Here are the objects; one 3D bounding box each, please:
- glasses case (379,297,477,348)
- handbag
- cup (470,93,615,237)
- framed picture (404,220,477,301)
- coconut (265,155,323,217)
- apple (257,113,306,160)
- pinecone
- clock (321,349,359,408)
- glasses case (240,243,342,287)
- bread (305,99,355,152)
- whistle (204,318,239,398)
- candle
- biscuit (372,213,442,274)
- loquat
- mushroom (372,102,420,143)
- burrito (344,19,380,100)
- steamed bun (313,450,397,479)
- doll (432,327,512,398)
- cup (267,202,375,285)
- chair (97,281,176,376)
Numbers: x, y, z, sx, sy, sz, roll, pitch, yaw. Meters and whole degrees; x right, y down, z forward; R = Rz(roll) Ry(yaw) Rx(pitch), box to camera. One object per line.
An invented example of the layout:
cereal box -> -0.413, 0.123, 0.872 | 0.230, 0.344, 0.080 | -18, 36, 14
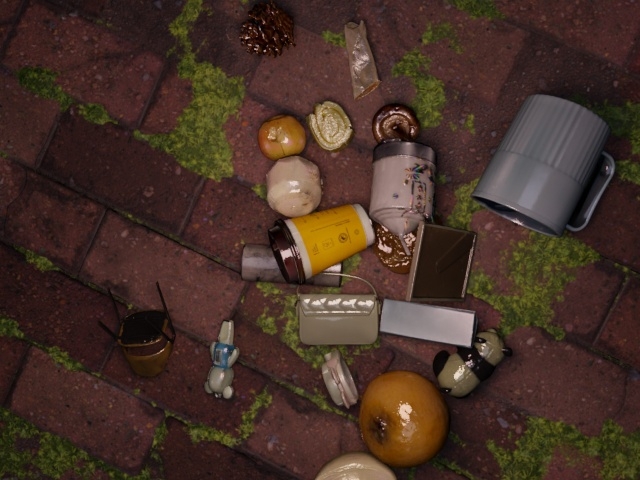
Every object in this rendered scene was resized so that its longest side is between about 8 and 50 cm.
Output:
glasses case -> 0.306, 0.234, 1.684 | 0.266, 0.056, 0.105 | 6, 87, 26
handbag -> 0.051, 0.195, 1.729 | 0.256, 0.079, 0.219 | -1, 104, 6
cup -> 0.622, -0.186, 1.582 | 0.331, 0.257, 0.311 | 26, 93, 6
framed picture -> 0.338, 0.065, 1.628 | 0.020, 0.289, 0.211 | 14, 95, 43
coconut -> -0.074, -0.164, 1.704 | 0.171, 0.171, 0.183 | -8, 52, 6
apple -> -0.114, -0.301, 1.712 | 0.146, 0.146, 0.146 | 0, 92, 6
pinecone -> -0.154, -0.601, 1.699 | 0.174, 0.173, 0.173 | 0, 92, 6
clock -> 0.054, 0.403, 1.695 | 0.062, 0.191, 0.151 | -24, 89, 6
glasses case -> -0.084, 0.074, 1.761 | 0.299, 0.060, 0.114 | 4, 95, 6
bread -> 0.027, -0.335, 1.733 | 0.117, 0.064, 0.156 | -27, 88, 2
whistle -> -0.292, 0.357, 1.791 | 0.114, 0.077, 0.235 | 5, 86, 34
candle -> 0.225, -0.109, 1.623 | 0.187, 0.187, 0.330 | 4, 75, 6
biscuit -> 0.255, -0.011, 1.733 | 0.226, 0.042, 0.226 | 0, 91, 6
loquat -> 0.229, 0.496, 1.652 | 0.263, 0.263, 0.263 | 0, 92, 6
mushroom -> 0.228, -0.314, 1.706 | 0.135, 0.080, 0.170 | -41, 87, 18
burrito -> 0.118, -0.527, 1.716 | 0.087, 0.060, 0.226 | -11, 92, 11
steamed bun -> 0.089, 0.690, 1.699 | 0.250, 0.200, 0.154 | -17, 74, -1
doll -> 0.429, 0.350, 1.686 | 0.234, 0.135, 0.143 | -42, 90, 2
cup -> 0.000, 0.000, 1.655 | 0.280, 0.196, 0.196 | -21, 90, -14
chair -> -0.537, 0.270, 1.774 | 0.159, 0.172, 0.247 | -6, 135, 6
